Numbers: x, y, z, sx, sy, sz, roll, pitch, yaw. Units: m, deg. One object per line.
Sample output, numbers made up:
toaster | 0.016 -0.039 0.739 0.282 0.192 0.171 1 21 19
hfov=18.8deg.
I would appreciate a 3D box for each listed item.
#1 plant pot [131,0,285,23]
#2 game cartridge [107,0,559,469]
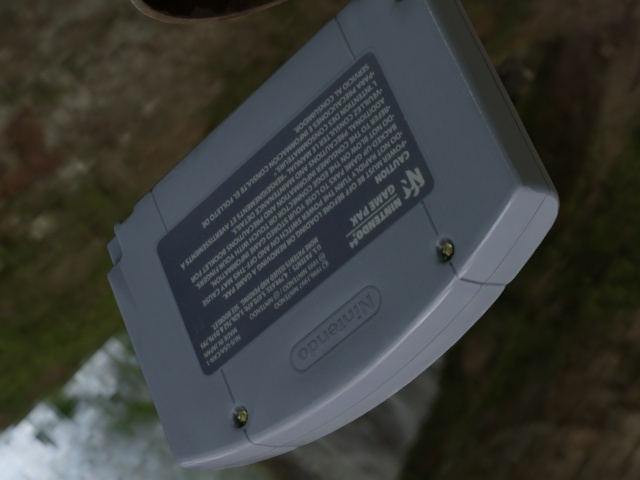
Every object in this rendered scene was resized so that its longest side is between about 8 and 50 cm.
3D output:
plant pot | -0.049 -0.249 0.838 0.230 0.215 0.215 57 153 15
game cartridge | 0.000 0.000 1.130 0.297 0.062 0.198 -40 63 31
